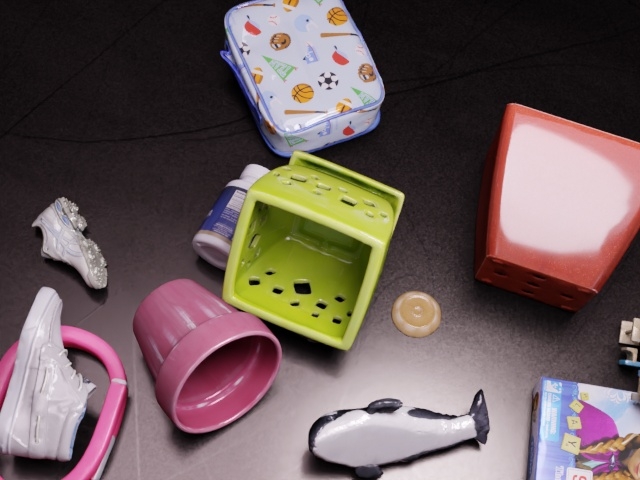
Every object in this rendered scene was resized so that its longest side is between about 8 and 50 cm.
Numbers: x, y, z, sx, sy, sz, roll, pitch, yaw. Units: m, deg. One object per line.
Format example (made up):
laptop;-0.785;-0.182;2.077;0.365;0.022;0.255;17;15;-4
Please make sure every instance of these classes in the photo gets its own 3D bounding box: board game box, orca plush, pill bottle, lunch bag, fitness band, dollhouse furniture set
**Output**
board game box;0.474;0.389;1.720;0.317;0.066;0.319;9;64;1
orca plush;0.112;0.269;1.739;0.287;0.151;0.102;-16;35;-8
pill bottle;-0.133;-0.041;1.873;0.094;0.094;0.169;25;65;9
lunch bag;-0.039;-0.306;2.000;0.243;0.115;0.303;-21;68;-11
fitness band;-0.414;0.268;1.730;0.209;0.054;0.291;15;63;4
dollhouse furniture set;0.549;0.195;1.769;0.128;0.184;0.129;10;84;1

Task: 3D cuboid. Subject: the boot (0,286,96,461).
boot;-0.395;0.203;1.696;0.123;0.095;0.258;11;72;-2

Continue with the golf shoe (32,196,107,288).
golf shoe;-0.412;0.018;1.856;0.086;0.069;0.176;-33;66;4

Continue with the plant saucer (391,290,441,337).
plant saucer;0.159;0.118;1.859;0.083;0.015;0.083;1;64;-3

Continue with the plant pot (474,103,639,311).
plant pot;0.379;-0.033;1.826;0.267;0.267;0.236;18;77;5

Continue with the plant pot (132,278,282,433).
plant pot;-0.189;0.162;1.729;0.201;0.201;0.180;-33;55;-18

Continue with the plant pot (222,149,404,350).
plant pot;0.000;0.000;1.778;0.228;0.227;0.207;23;35;8
